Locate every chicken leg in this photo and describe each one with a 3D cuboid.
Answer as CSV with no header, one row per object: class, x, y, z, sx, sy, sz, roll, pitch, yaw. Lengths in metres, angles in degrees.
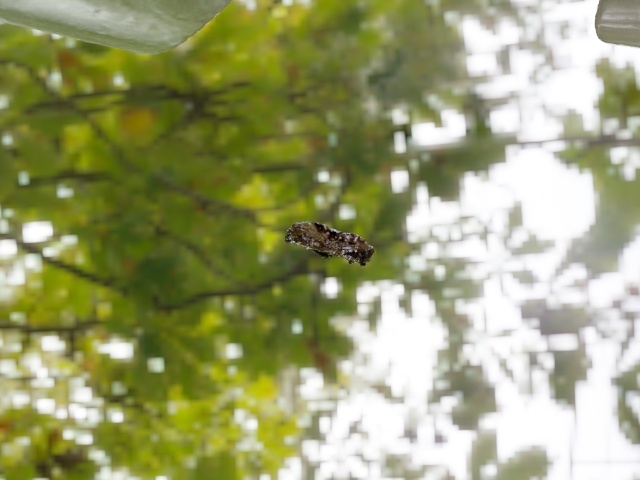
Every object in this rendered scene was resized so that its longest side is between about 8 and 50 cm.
chicken leg,0.000,0.000,1.284,0.036,0.083,0.021,19,-94,-48

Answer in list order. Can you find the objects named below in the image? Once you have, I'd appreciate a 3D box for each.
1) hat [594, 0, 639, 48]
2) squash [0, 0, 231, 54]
hat,0.297,-0.116,1.276,0.219,0.226,0.164,36,-137,-69
squash,-0.241,-0.284,1.281,0.384,0.263,0.263,12,-106,-41
